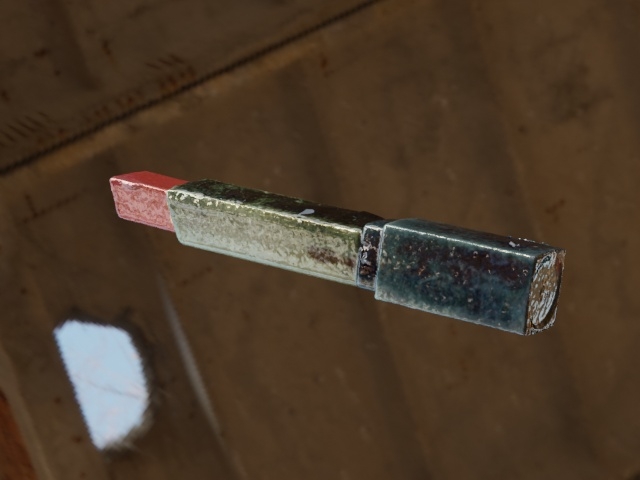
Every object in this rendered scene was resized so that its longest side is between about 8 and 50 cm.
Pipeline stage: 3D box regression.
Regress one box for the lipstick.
[{"bbox_3d":[0.000,0.000,1.037,0.051,0.312,0.051,-15,-66,-58],"label":"lipstick"}]
